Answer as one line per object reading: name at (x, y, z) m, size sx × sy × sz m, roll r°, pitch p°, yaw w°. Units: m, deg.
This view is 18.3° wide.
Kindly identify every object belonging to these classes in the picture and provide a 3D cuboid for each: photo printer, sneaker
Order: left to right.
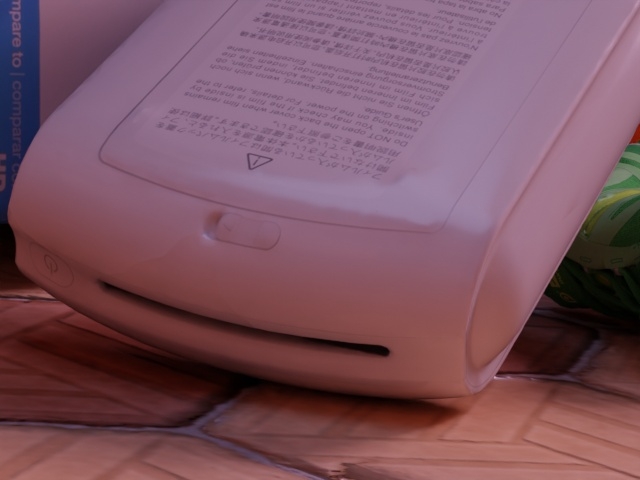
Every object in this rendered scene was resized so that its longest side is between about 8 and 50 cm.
photo printer at (0.012, -0.046, 0.990) m, size 0.256 × 0.107 × 0.307 m, roll 13°, pitch 40°, yaw 20°
sneaker at (0.186, 0.014, 1.132) m, size 0.123 × 0.109 × 0.295 m, roll -19°, pitch 11°, yaw 6°

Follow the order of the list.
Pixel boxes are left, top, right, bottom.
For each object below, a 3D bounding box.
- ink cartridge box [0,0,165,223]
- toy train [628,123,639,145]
ink cartridge box at (-0.172, -0.097, 1.222) m, size 0.395 × 0.166 × 0.285 m, roll -3°, pitch 4°, yaw -44°
toy train at (0.312, -0.082, 1.825) m, size 0.143 × 0.105 × 0.248 m, roll 31°, pitch 26°, yaw 30°
